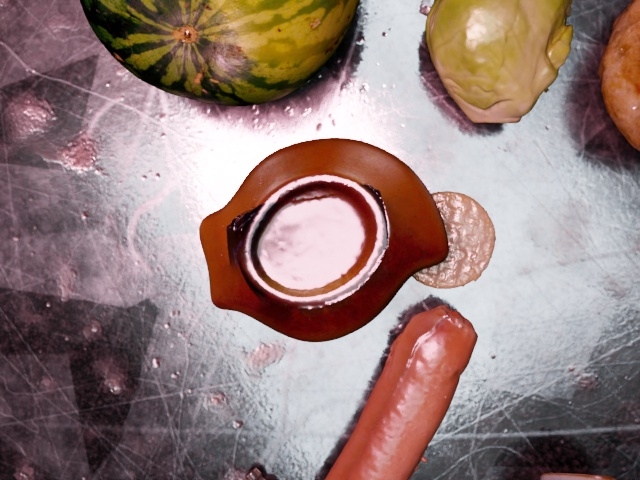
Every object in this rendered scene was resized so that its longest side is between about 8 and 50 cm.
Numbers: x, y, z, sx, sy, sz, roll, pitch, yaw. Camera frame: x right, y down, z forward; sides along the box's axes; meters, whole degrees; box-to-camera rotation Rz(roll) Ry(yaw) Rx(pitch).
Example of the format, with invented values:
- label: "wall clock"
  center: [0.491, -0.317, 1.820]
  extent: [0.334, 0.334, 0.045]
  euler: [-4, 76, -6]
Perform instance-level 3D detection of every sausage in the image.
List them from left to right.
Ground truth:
- label: "sausage"
  center: [0.054, 0.263, 0.800]
  extent: [0.094, 0.094, 0.419]
  euler: [27, 93, -27]

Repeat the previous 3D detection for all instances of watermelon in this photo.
- label: "watermelon"
  center: [-0.092, -0.278, 0.702]
  extent: [0.284, 0.285, 0.285]
  euler: [0, 91, 4]

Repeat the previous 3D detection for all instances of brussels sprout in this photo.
- label: "brussels sprout"
  center: [0.185, -0.223, 0.764]
  extent: [0.145, 0.131, 0.183]
  euler: [18, 92, -19]

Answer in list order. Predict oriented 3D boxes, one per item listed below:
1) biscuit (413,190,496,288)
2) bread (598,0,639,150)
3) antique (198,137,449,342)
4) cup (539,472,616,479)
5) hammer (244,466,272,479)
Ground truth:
- label: "biscuit"
  center: [0.148, 0.000, 0.824]
  extent: [0.120, 0.015, 0.120]
  euler: [0, 91, 4]
- label: "bread"
  center: [0.412, -0.182, 0.724]
  extent: [0.229, 0.123, 0.230]
  euler: [-14, 60, 26]
- label: "antique"
  center: [0.000, 0.000, 0.773]
  extent: [0.277, 0.129, 0.224]
  euler: [-7, 91, 9]
- label: "cup"
  center: [0.285, 0.333, 0.757]
  extent: [0.198, 0.199, 0.150]
  euler: [3, 71, 4]
- label: "hammer"
  center: [-0.120, 0.371, 0.846]
  extent: [0.078, 0.021, 0.201]
  euler: [44, 94, 2]
